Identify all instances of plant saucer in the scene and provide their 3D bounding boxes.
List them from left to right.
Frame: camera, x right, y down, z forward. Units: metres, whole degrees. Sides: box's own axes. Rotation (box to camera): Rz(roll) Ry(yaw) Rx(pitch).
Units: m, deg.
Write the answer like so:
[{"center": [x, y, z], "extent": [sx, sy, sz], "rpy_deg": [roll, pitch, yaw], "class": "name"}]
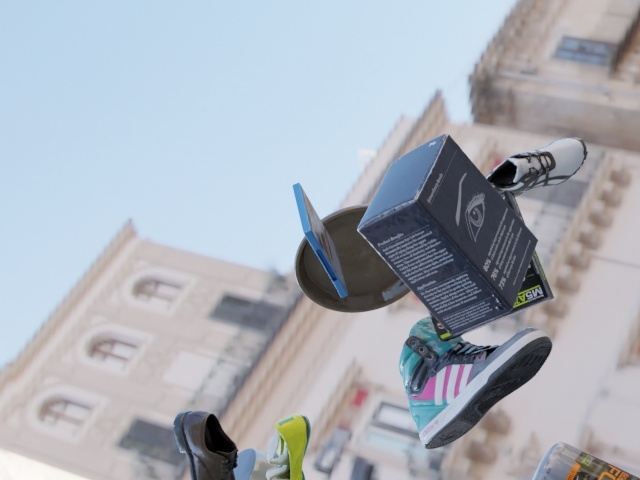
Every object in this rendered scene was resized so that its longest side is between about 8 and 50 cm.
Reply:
[{"center": [0.082, 0.032, 2.738], "extent": [0.041, 0.278, 0.278], "rpy_deg": [-103, 2, -50], "class": "plant saucer"}]

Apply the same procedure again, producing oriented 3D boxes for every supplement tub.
[{"center": [0.385, 0.363, 1.858], "extent": [0.117, 0.190, 0.117], "rpy_deg": [-47, -30, -38], "class": "supplement tub"}]

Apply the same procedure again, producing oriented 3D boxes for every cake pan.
[{"center": [-0.192, 0.553, 2.843], "extent": [0.293, 0.054, 0.293], "rpy_deg": [-49, 14, 16], "class": "cake pan"}]

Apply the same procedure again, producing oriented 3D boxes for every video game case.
[{"center": [0.000, 0.000, 2.210], "extent": [0.119, 0.015, 0.166], "rpy_deg": [-103, -12, -46], "class": "video game case"}]

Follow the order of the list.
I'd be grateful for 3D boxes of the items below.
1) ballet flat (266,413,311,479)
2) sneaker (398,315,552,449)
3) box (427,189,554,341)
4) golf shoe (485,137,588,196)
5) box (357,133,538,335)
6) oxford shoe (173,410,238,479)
[{"center": [-0.067, 0.433, 2.632], "extent": [0.077, 0.077, 0.231], "rpy_deg": [-11, -56, -23], "class": "ballet flat"}, {"center": [0.228, 0.182, 2.159], "extent": [0.124, 0.178, 0.295], "rpy_deg": [0, -37, -45], "class": "sneaker"}, {"center": [0.243, 0.041, 2.128], "extent": [0.045, 0.191, 0.184], "rpy_deg": [6, -119, -69], "class": "box"}, {"center": [0.389, -0.130, 2.467], "extent": [0.077, 0.198, 0.094], "rpy_deg": [66, -166, 13], "class": "golf shoe"}, {"center": [0.169, -0.008, 1.779], "extent": [0.207, 0.108, 0.153], "rpy_deg": [48, -138, -16], "class": "box"}, {"center": [-0.191, 0.420, 2.528], "extent": [0.083, 0.096, 0.227], "rpy_deg": [-40, -69, -50], "class": "oxford shoe"}]
